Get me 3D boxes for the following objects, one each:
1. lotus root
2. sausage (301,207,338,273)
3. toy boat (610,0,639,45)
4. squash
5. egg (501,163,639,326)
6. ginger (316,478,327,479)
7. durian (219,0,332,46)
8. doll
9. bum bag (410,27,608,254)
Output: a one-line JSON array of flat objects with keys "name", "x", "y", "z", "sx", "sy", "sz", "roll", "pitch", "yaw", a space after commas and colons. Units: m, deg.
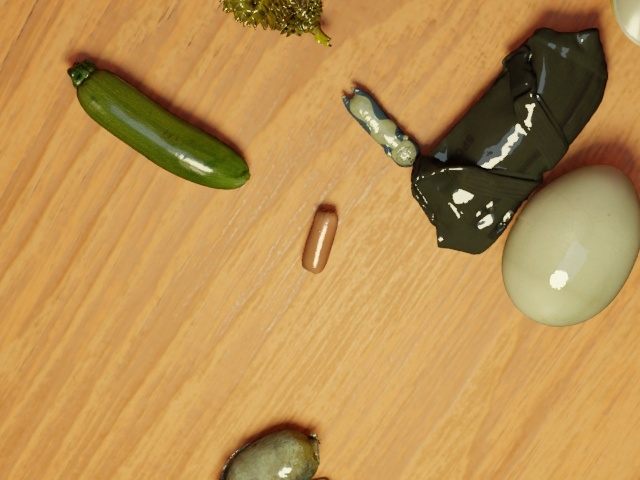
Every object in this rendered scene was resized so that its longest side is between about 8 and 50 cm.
[{"name": "lotus root", "x": -0.071, "y": 0.297, "z": 1.726, "sx": 0.165, "sy": 0.088, "sz": 0.088, "roll": -31, "pitch": 101, "yaw": 11}, {"name": "sausage", "x": 0.000, "y": 0.000, "z": 1.678, "sx": 0.034, "sy": 0.034, "sz": 0.083, "roll": 16, "pitch": 104, "yaw": -3}, {"name": "toy boat", "x": 0.418, "y": -0.349, "z": 1.534, "sx": 0.141, "sy": 0.141, "sz": 0.269, "roll": 26, "pitch": 102, "yaw": -5}, {"name": "squash", "x": -0.201, "y": -0.133, "z": 1.633, "sx": 0.258, "sy": 0.069, "sz": 0.069, "roll": 32, "pitch": 102, "yaw": -7}, {"name": "egg", "x": 0.305, "y": 0.004, "z": 1.615, "sx": 0.151, "sy": 0.151, "sz": 0.209, "roll": 29, "pitch": 92, "yaw": -6}, {"name": "ginger", "x": 0.093, "y": 0.402, "z": 1.762, "sx": 0.299, "sy": 0.065, "sz": 0.118, "roll": 32, "pitch": 98, "yaw": -4}, {"name": "durian", "x": -0.053, "y": -0.307, "z": 1.573, "sx": 0.146, "sy": 0.102, "sz": 0.208, "roll": -33, "pitch": 105, "yaw": 3}, {"name": "doll", "x": 0.075, "y": -0.138, "z": 1.646, "sx": 0.037, "sy": 0.027, "sz": 0.125, "roll": -42, "pitch": 100, "yaw": 18}, {"name": "bum bag", "x": 0.227, "y": -0.127, "z": 1.620, "sx": 0.142, "sy": 0.079, "sz": 0.326, "roll": 34, "pitch": 101, "yaw": -14}]
